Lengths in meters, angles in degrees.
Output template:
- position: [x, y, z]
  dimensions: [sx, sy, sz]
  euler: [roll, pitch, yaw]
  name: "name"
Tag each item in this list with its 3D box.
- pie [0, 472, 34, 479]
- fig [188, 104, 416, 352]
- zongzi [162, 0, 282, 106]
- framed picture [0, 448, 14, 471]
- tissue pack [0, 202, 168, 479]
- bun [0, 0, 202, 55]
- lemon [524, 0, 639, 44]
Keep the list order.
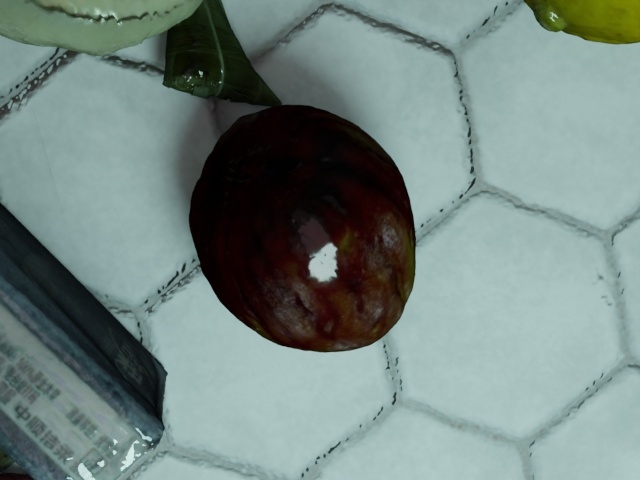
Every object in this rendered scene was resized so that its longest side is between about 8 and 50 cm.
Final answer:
- position: [-0.322, 0.326, 1.342]
  dimensions: [0.182, 0.049, 0.182]
  euler: [-2, 103, -10]
  name: "pie"
- position: [-0.009, -0.004, 1.252]
  dimensions: [0.224, 0.224, 0.263]
  euler: [-24, 105, -1]
  name: "fig"
- position: [-0.094, -0.217, 1.310]
  dimensions: [0.130, 0.062, 0.154]
  euler: [7, 80, -27]
  name: "zongzi"
- position: [-0.424, 0.238, 1.288]
  dimensions: [0.250, 0.184, 0.016]
  euler: [-36, 55, 2]
  name: "framed picture"
- position: [-0.316, 0.054, 1.198]
  dimensions: [0.124, 0.288, 0.394]
  euler: [-43, 98, 1]
  name: "tissue pack"
- position: [-0.232, -0.291, 1.209]
  dimensions: [0.287, 0.146, 0.287]
  euler: [9, 67, -21]
  name: "bun"
- position: [0.308, -0.327, 1.220]
  dimensions: [0.245, 0.245, 0.320]
  euler: [40, 87, -8]
  name: "lemon"
